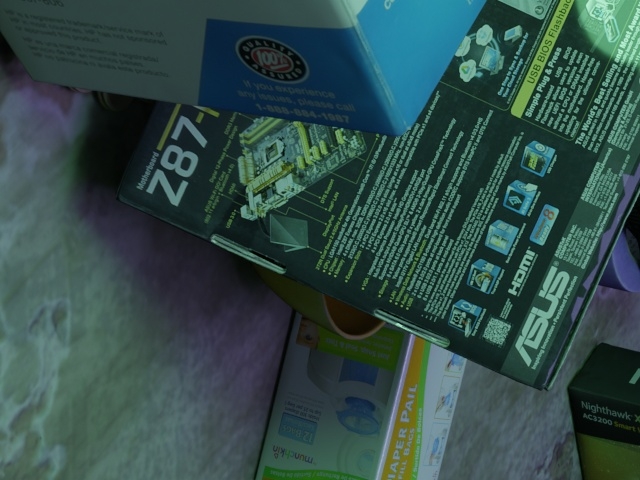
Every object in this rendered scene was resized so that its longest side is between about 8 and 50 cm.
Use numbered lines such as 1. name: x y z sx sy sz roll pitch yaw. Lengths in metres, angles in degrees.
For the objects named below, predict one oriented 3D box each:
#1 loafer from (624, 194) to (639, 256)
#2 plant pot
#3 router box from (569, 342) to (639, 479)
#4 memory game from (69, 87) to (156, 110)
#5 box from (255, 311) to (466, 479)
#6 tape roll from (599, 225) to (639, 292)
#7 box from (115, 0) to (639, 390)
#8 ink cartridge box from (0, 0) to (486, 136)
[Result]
1. loafer: 0.351 -0.015 1.853 0.078 0.080 0.220 -63 145 -20
2. plant pot: 0.000 0.000 1.447 0.134 0.095 0.134 -25 121 -51
3. router box: 0.426 0.253 2.001 0.081 0.309 0.243 -48 137 -37
4. memory game: -0.125 -0.177 1.267 0.186 0.012 0.186 -25 121 -51
5. box: 0.032 0.148 1.534 0.103 0.114 0.203 14 91 -58
6. tape roll: 0.298 -0.047 1.912 0.189 0.080 0.189 -26 122 -52
7. box: 0.086 -0.141 1.266 0.097 0.318 0.395 -122 -125 -84
8. ink cartridge box: -0.100 -0.258 1.009 0.166 0.285 0.395 -59 142 -27
